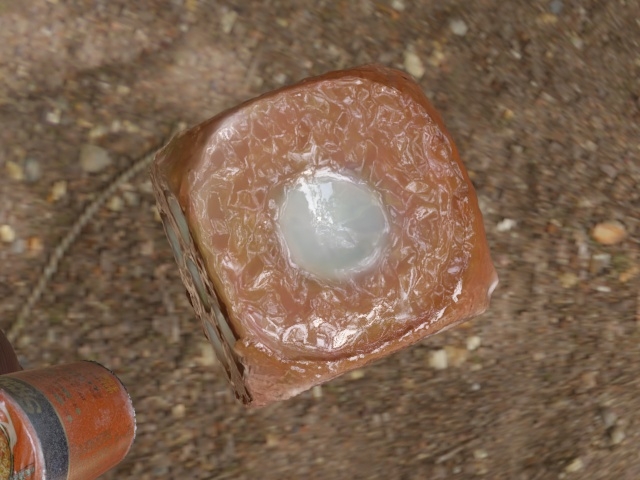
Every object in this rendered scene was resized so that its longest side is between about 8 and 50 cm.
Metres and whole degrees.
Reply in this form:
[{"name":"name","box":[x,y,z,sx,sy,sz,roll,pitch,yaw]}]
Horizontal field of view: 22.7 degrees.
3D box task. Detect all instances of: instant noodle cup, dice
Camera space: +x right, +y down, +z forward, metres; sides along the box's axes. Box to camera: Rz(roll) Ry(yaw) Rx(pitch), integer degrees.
[{"name":"instant noodle cup","box":[-0.209,0.144,1.166,0.127,0.136,0.127,6,102,29]},{"name":"dice","box":[0.000,0.000,1.015,0.174,0.179,0.175,-23,83,-10]}]

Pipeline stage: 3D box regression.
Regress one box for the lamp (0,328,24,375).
[{"name":"lamp","box":[-0.351,0.135,1.317,0.180,0.258,0.180,-5,82,37]}]
